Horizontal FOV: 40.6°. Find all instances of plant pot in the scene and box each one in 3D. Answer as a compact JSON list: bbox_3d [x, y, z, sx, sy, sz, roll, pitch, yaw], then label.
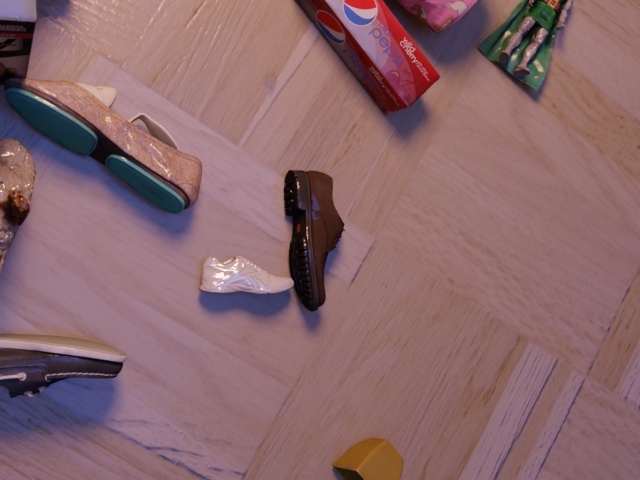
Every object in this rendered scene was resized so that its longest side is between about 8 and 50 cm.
[{"bbox_3d":[0.088,0.372,1.426,0.083,0.081,0.081,-45,105,-25],"label":"plant pot"}]

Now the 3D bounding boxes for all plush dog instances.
[{"bbox_3d":[-0.499,-0.062,1.113,0.225,0.210,0.262,25,70,-22],"label":"plush dog"}]

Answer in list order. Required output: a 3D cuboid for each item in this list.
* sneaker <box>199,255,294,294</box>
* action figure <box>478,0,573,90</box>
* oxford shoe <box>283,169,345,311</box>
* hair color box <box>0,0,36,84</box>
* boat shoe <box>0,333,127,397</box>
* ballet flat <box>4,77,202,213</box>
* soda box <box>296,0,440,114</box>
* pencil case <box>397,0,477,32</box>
[{"bbox_3d":[-0.113,0.055,1.362,0.152,0.053,0.061,4,86,-20],"label":"sneaker"},{"bbox_3d":[0.395,-0.400,1.548,0.137,0.063,0.232,35,75,-14],"label":"action figure"},{"bbox_3d":[0.000,0.000,1.390,0.096,0.083,0.227,-2,92,-25],"label":"oxford shoe"},{"bbox_3d":[-0.453,-0.279,1.061,0.185,0.374,0.114,-2,91,-21],"label":"hair color box"},{"bbox_3d":[-0.430,0.176,1.220,0.302,0.114,0.091,8,87,-8],"label":"boat shoe"},{"bbox_3d":[-0.308,-0.161,1.276,0.316,0.107,0.106,37,58,-22],"label":"ballet flat"},{"bbox_3d":[0.073,-0.335,1.408,0.083,0.092,0.263,-45,104,-16],"label":"soda box"},{"bbox_3d":[0.112,-0.509,1.391,0.386,0.160,0.167,39,122,-17],"label":"pencil case"}]
